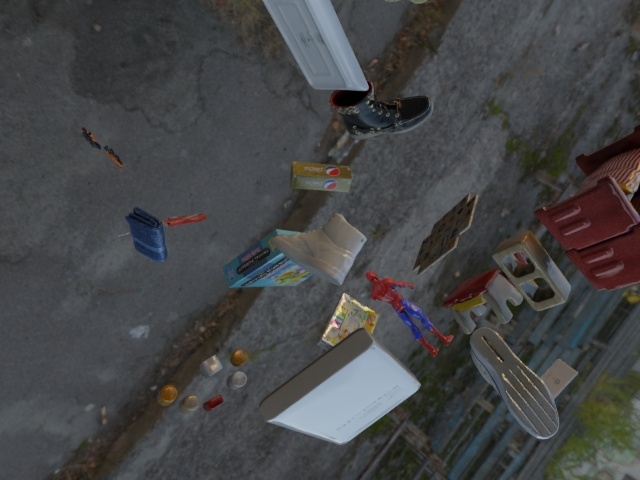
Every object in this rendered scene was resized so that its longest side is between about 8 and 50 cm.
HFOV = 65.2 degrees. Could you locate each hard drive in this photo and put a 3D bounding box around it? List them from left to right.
[{"bbox_3d":[0.059,0.306,0.997,0.233,0.047,0.353,-37,144,3],"label":"hard drive"}]

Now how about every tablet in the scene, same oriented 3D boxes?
[{"bbox_3d":[0.496,0.295,1.060,0.006,0.054,0.083,39,94,-32],"label":"tablet"}]

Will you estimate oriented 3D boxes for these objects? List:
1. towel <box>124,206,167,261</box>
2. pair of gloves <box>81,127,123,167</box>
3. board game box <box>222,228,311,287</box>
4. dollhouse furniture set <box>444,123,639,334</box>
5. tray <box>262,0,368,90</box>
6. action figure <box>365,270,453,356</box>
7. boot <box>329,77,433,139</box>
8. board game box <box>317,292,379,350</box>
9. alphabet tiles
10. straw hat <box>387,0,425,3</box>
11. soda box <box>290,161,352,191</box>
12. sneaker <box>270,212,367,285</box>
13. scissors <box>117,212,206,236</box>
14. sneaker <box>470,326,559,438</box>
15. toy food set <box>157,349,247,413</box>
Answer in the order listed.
[{"bbox_3d":[-0.307,-0.005,0.890,0.029,0.067,0.119,-57,172,-35],"label":"towel"},{"bbox_3d":[-0.390,-0.164,0.893,0.010,0.083,0.074,-52,-175,-16],"label":"pair of gloves"},{"bbox_3d":[-0.110,0.067,1.646,0.254,0.079,0.336,-33,159,30],"label":"board game box"},{"bbox_3d":[0.370,-0.003,0.823,0.201,0.152,0.374,-40,-177,-39],"label":"dollhouse furniture set"},{"bbox_3d":[-0.021,-0.369,0.905,0.030,0.145,0.270,-60,140,-20],"label":"tray"},{"bbox_3d":[0.240,0.177,1.382,0.091,0.280,0.139,-50,172,25],"label":"action figure"},{"bbox_3d":[0.241,-0.542,2.015,0.284,0.378,0.138,30,56,-60],"label":"boot"},{"bbox_3d":[0.067,0.206,1.162,0.026,0.104,0.154,-57,-178,44],"label":"board game box"},{"bbox_3d":[0.457,-0.021,1.851,0.342,0.011,0.285,-50,-171,50],"label":"alphabet tiles"},{"bbox_3d":[0.197,-0.514,1.008,0.145,0.061,0.144,-32,168,-7],"label":"straw hat"},{"bbox_3d":[0.001,-0.192,1.512,0.182,0.061,0.058,3,139,-9],"label":"soda box"},{"bbox_3d":[0.000,0.000,1.336,0.169,0.293,0.108,-56,133,-10],"label":"sneaker"},{"bbox_3d":[-0.401,-0.043,1.310,0.297,0.109,0.021,-38,126,-74],"label":"scissors"},{"bbox_3d":[0.418,0.308,1.088,0.094,0.258,0.091,-25,146,-2],"label":"sneaker"},{"bbox_3d":[-0.287,0.369,1.265,0.232,0.111,0.104,-28,170,-34],"label":"toy food set"}]
